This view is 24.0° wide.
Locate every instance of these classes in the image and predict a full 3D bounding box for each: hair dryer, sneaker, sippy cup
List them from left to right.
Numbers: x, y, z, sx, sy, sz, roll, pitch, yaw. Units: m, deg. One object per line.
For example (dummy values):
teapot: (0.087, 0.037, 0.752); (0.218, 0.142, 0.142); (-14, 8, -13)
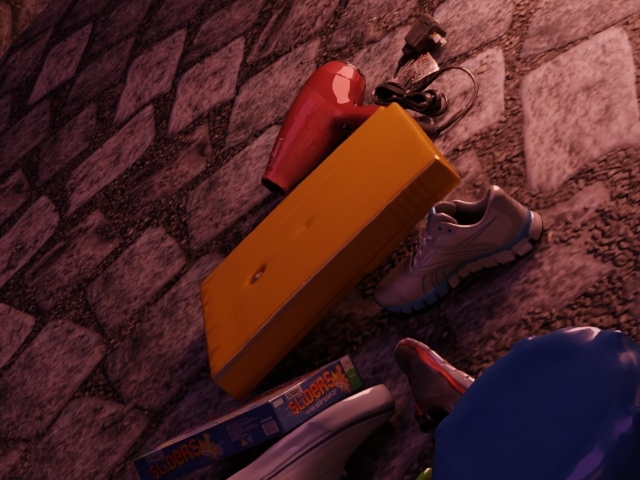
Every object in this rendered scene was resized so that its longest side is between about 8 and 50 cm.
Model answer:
sneaker: (-0.023, 0.229, 1.370); (0.258, 0.091, 0.094); (-34, -7, -21)
hair dryer: (0.042, -0.158, 1.824); (0.293, 0.080, 0.223); (-37, 29, 15)
sneaker: (0.100, 0.138, 1.357); (0.065, 0.061, 0.158); (-53, 27, -3)
sneaker: (0.120, 0.002, 1.492); (0.191, 0.083, 0.071); (-32, 31, 24)
sippy cup: (0.196, 0.181, 0.981); (0.305, 0.224, 0.240); (-35, 29, 17)

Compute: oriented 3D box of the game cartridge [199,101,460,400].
game cartridge: (0.000, 0.000, 1.630); (0.324, 0.053, 0.285); (-43, 18, 8)

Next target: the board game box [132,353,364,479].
board game box: (-0.071, 0.178, 1.468); (0.201, 0.035, 0.136); (-27, -2, 38)
